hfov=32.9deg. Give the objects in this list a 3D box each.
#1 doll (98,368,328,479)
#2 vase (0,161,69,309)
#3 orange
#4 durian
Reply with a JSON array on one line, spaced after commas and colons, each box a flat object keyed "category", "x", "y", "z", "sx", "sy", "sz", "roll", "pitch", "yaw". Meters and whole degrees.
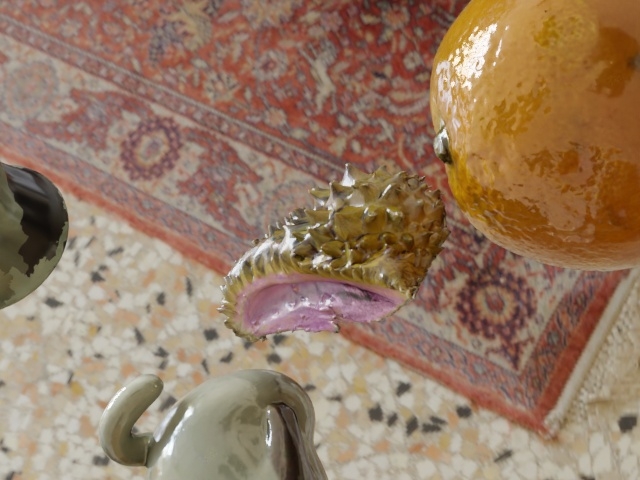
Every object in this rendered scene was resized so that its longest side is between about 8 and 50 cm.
[{"category": "doll", "x": -0.048, "y": 0.292, "z": 1.116, "sx": 0.226, "sy": 0.215, "sz": 0.370, "roll": -14, "pitch": 45, "yaw": -38}, {"category": "vase", "x": -0.269, "y": -0.073, "z": 0.609, "sx": 0.165, "sy": 0.360, "sz": 0.165, "roll": -5, "pitch": 66, "yaw": 11}, {"category": "orange", "x": 0.249, "y": -0.122, "z": 1.014, "sx": 0.312, "sy": 0.312, "sz": 0.312, "roll": -6, "pitch": 68, "yaw": 14}, {"category": "durian", "x": 0.000, "y": 0.001, "z": 1.159, "sx": 0.341, "sy": 0.112, "sz": 0.191, "roll": -16, "pitch": 48, "yaw": 52}]
